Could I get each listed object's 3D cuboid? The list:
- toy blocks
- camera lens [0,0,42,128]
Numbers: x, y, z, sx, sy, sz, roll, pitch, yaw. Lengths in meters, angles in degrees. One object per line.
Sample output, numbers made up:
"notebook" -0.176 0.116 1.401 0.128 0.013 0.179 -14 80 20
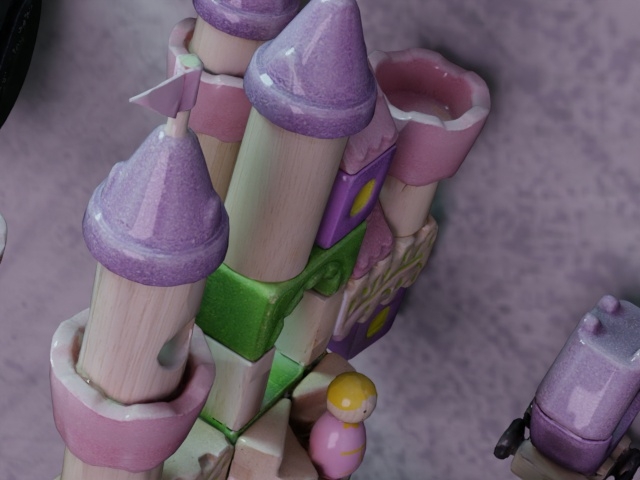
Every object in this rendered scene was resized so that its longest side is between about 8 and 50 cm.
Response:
"toy blocks" 0.000 0.000 0.690 0.309 0.288 0.260 32 130 17
"camera lens" -0.303 -0.141 0.842 0.274 0.219 0.219 14 118 24
